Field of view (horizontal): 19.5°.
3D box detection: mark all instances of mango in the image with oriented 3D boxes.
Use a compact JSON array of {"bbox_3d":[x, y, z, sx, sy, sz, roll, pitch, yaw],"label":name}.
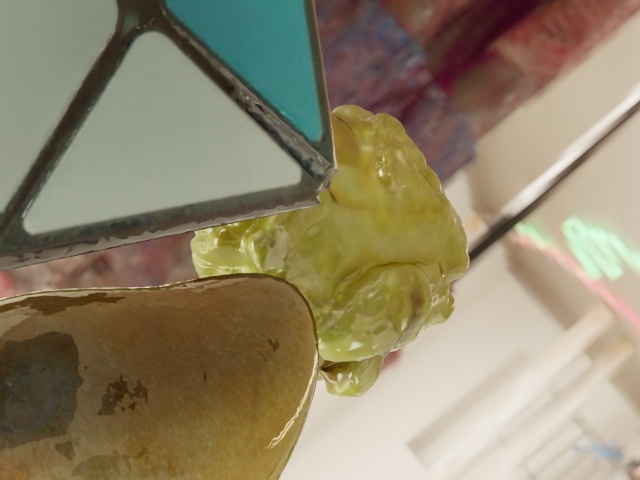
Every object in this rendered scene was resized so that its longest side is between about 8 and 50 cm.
[{"bbox_3d":[-0.159,0.132,1.223,0.221,0.384,0.199,52,145,15],"label":"mango"}]

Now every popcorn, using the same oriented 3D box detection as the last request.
[{"bbox_3d":[0.000,0.000,1.478,0.256,0.195,0.255,39,-137,-41],"label":"popcorn"}]

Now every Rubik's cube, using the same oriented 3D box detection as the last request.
[{"bbox_3d":[-0.168,-0.118,1.016,0.250,0.248,0.246,0,102,48],"label":"Rubik's cube"}]
